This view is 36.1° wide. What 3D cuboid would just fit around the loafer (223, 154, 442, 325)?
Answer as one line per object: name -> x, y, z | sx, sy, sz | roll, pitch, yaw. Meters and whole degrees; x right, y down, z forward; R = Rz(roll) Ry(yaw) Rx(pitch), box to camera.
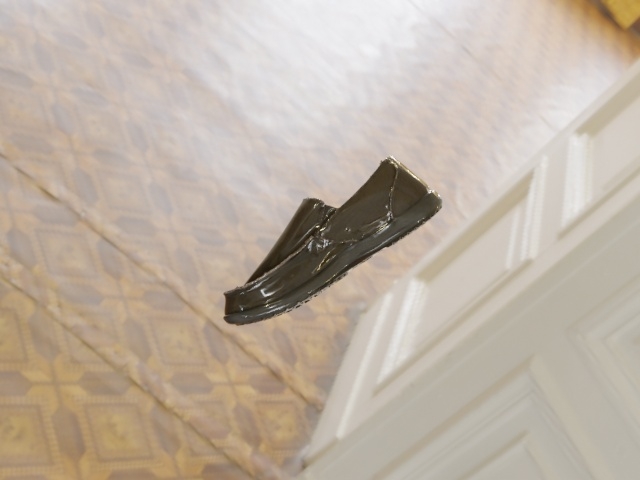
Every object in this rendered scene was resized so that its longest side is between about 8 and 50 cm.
loafer -> 0.000, 0.000, 0.874 | 0.078, 0.220, 0.080 | 57, -1, 5
